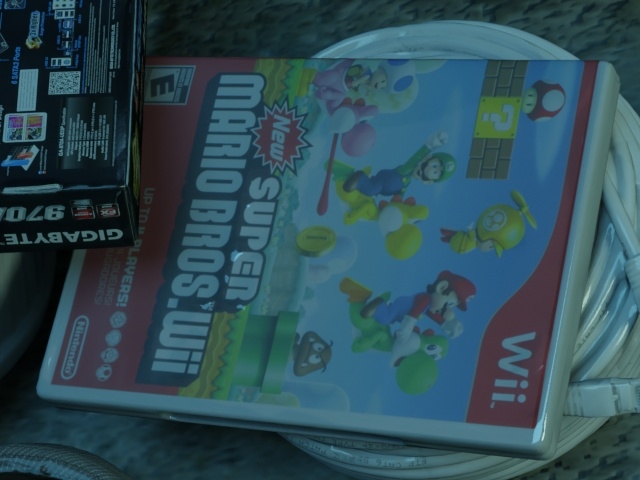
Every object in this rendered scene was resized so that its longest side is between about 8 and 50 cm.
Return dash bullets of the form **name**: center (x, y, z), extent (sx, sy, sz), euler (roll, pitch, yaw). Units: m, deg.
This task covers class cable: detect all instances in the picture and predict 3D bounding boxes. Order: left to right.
- **cable**: center (0.062, 0.006, 1.013), extent (0.257, 0.089, 0.257), euler (-14, 63, 19)

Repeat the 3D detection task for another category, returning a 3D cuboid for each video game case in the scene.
- **video game case**: center (0.000, 0.000, 0.975), extent (0.285, 0.025, 0.204), euler (3, 69, 26)

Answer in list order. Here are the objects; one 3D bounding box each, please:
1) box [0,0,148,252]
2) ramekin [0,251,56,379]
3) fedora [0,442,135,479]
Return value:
- **box**: center (-0.183, -0.091, 1.015), extent (0.175, 0.051, 0.220), euler (-3, 51, 0)
- **ramekin**: center (-0.283, -0.027, 1.078), extent (0.273, 0.127, 0.273), euler (7, 50, -9)
- **fedora**: center (-0.169, 0.244, 0.968), extent (0.244, 0.124, 0.275), euler (4, 60, 5)
